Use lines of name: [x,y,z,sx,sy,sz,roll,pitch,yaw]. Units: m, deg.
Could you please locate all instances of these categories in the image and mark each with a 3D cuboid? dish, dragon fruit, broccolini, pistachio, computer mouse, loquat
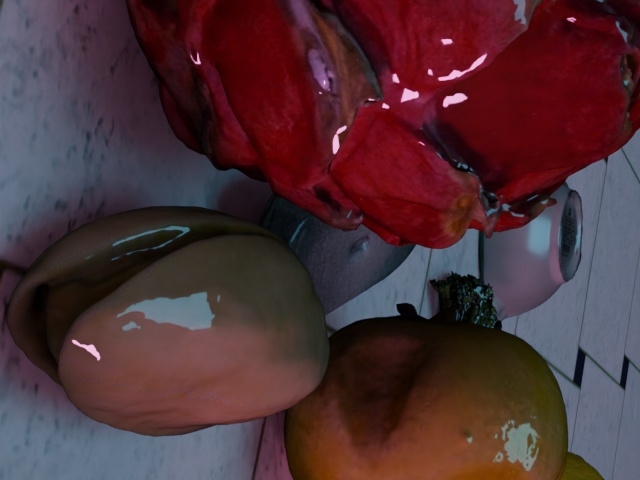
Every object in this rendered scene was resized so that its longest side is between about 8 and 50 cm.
dish: [0.251,-0.001,1.425,0.246,0.078,0.224,50,50,-57]
dragon fruit: [0.050,-0.149,0.701,0.329,0.329,0.329,6,90,-65]
broccolini: [0.151,0.162,1.267,0.123,0.062,0.271,-8,97,-49]
pistachio: [-0.076,0.047,0.700,0.226,0.136,0.135,15,81,-58]
computer mouse: [-0.004,-0.002,0.902,0.229,0.068,0.113,-24,131,-50]
loquat: [0.077,0.142,0.936,0.213,0.213,0.213,6,90,-65]

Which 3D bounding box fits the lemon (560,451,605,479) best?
lemon: [0.242,0.333,1.357,0.187,0.187,0.244,62,39,-50]
